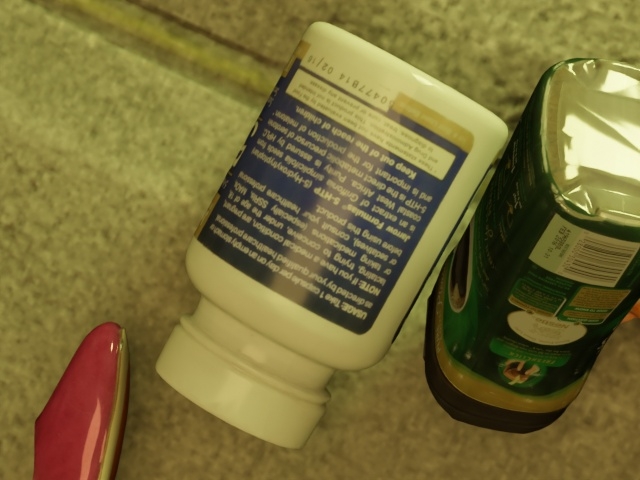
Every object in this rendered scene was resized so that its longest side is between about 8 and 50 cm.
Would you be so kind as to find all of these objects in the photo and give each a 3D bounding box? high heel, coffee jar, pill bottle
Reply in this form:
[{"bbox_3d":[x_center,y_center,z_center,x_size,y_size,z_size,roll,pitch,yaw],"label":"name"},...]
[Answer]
[{"bbox_3d":[-0.173,0.146,0.903,0.117,0.082,0.244,17,105,-2],"label":"high heel"},{"bbox_3d":[0.105,0.009,0.809,0.079,0.184,0.096,13,53,-8],"label":"coffee jar"},{"bbox_3d":[0.000,0.000,0.862,0.112,0.112,0.186,30,93,7],"label":"pill bottle"}]

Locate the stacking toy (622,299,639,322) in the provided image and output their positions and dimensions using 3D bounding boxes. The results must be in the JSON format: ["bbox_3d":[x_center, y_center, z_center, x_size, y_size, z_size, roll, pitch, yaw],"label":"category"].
[{"bbox_3d":[0.232,0.107,0.820,0.175,0.166,0.302,-39,71,15],"label":"stacking toy"}]
